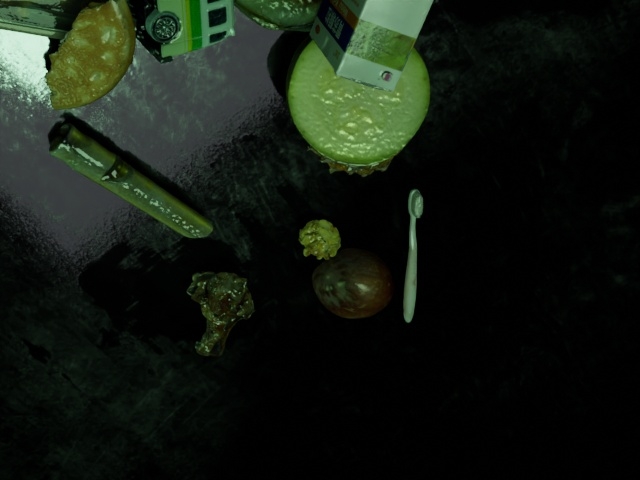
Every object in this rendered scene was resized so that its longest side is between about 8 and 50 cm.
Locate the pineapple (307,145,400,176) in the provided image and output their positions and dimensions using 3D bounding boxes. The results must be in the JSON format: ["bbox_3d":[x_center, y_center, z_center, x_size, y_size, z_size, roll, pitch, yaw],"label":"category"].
[{"bbox_3d":[0.078,-0.199,2.030,0.225,0.076,0.225,-8,122,-14],"label":"pineapple"}]

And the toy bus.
[{"bbox_3d":[-0.220,-0.435,1.756,0.165,0.133,0.276,-16,128,-24],"label":"toy bus"}]

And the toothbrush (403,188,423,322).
[{"bbox_3d":[0.182,0.038,2.228,0.025,0.029,0.307,-11,123,-19],"label":"toothbrush"}]

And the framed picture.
[{"bbox_3d":[-0.406,-0.406,1.798,0.250,0.016,0.184,8,118,-21],"label":"framed picture"}]

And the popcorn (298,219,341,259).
[{"bbox_3d":[0.000,0.000,2.125,0.082,0.083,0.057,3,150,-42],"label":"popcorn"}]

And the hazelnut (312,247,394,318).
[{"bbox_3d":[0.061,0.079,2.147,0.143,0.154,0.143,-7,101,-39],"label":"hazelnut"}]

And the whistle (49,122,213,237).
[{"bbox_3d":[-0.328,-0.094,1.985,0.326,0.057,0.068,35,150,-30],"label":"whistle"}]

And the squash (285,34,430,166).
[{"bbox_3d":[0.060,-0.255,1.944,0.252,0.049,0.252,0,92,-8],"label":"squash"}]

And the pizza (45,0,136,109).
[{"bbox_3d":[-0.366,-0.301,1.818,0.127,0.058,0.246,20,128,-9],"label":"pizza"}]

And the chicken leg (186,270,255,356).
[{"bbox_3d":[-0.187,0.136,2.159,0.125,0.080,0.196,-4,129,-2],"label":"chicken leg"}]

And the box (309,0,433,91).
[{"bbox_3d":[0.100,-0.409,1.750,0.106,0.200,0.299,16,113,-21],"label":"box"}]

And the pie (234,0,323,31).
[{"bbox_3d":[-0.018,-0.476,1.836,0.302,0.067,0.302,-7,118,-13],"label":"pie"}]
